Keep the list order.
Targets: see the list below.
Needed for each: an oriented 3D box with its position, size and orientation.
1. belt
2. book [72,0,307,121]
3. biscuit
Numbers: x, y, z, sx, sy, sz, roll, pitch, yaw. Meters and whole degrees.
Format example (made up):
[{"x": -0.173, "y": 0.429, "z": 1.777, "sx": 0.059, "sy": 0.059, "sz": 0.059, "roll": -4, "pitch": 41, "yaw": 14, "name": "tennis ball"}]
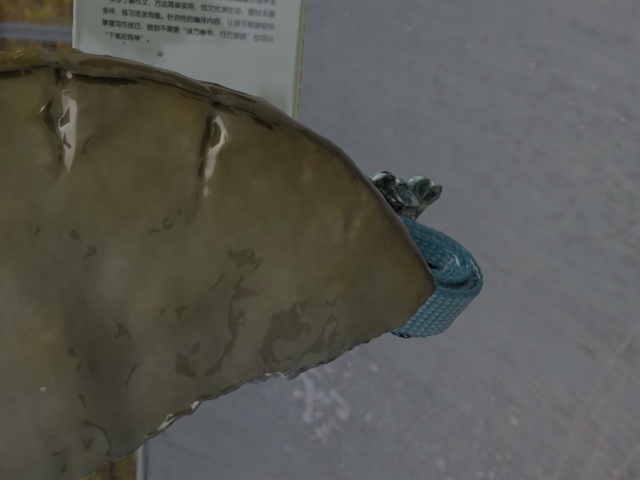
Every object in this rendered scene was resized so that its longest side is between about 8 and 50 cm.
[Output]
[{"x": 0.002, "y": -0.003, "z": 0.581, "sx": 0.065, "sy": 0.179, "sz": 0.100, "roll": -54, "pitch": 38, "yaw": 30, "name": "belt"}, {"x": -0.118, "y": -0.141, "z": 0.932, "sx": 0.020, "sy": 0.208, "sz": 0.295, "roll": -49, "pitch": -35, "yaw": -72, "name": "book"}, {"x": -0.097, "y": 0.017, "z": 0.308, "sx": 0.038, "sy": 0.290, "sz": 0.141, "roll": 23, "pitch": 132, "yaw": 61, "name": "biscuit"}]
